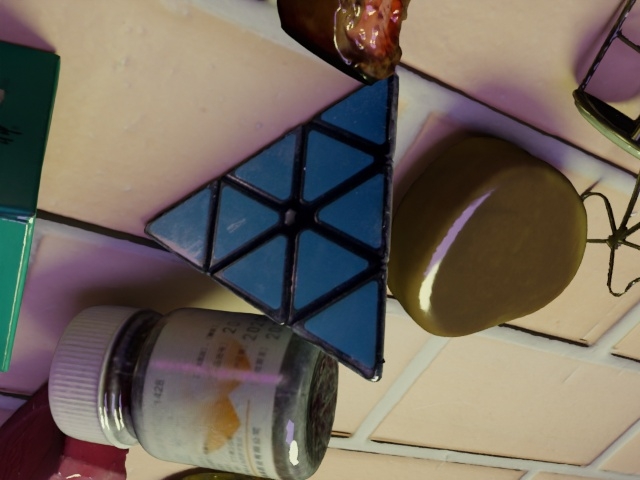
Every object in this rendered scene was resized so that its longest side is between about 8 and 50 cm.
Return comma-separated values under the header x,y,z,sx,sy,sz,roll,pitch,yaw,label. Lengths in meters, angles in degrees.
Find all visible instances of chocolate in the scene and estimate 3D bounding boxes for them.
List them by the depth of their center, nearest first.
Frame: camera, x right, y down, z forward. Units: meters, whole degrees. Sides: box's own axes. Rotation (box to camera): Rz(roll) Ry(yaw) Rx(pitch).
x,y,z,sx,sy,sz,roll,pitch,yaw,label
0.036,-0.211,0.584,0.127,0.124,0.133,34,93,-10,chocolate

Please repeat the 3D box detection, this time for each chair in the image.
x,y,z,sx,sy,sz,roll,pitch,yaw,label
0.339,-0.112,0.747,0.170,0.160,0.325,16,121,-27,chair

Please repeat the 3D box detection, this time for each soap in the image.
x,y,z,sx,sy,sz,roll,pitch,yaw,label
-0.339,0.291,0.855,0.250,0.162,0.099,-43,129,20,soap

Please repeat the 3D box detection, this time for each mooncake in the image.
x,y,z,sx,sy,sz,roll,pitch,yaw,label
0.184,-0.009,0.802,0.235,0.117,0.235,-10,122,-17,mooncake

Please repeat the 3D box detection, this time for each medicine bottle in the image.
x,y,z,sx,sy,sz,roll,pitch,yaw,label
-0.128,0.155,0.748,0.273,0.165,0.165,3,133,14,medicine bottle

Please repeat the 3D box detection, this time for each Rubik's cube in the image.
x,y,z,sx,sy,sz,roll,pitch,yaw,label
0.002,0.001,0.735,0.233,0.229,0.228,-24,100,52,Rubik's cube

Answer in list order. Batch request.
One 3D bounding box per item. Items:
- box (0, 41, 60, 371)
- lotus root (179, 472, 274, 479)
x,y,z,sx,sy,sz,roll,pitch,yaw,label
-0.266,-0.040,0.544,0.092,0.245,0.153,11,124,-23,box
-0.164,0.433,1.065,0.235,0.119,0.138,-6,136,-12,lotus root
